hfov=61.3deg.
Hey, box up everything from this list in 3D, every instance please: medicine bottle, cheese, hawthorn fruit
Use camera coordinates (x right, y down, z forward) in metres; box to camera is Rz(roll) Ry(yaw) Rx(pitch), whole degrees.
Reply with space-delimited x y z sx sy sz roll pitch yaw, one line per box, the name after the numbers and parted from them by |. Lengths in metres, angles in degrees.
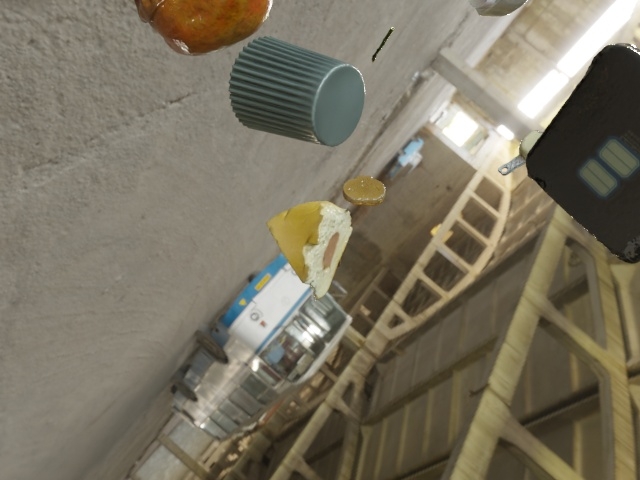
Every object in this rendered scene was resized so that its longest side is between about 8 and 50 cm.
0.479 -0.662 1.464 0.183 0.069 0.119 -19 174 -38 | medicine bottle
0.777 -0.310 1.959 0.249 0.071 0.163 -46 -139 -9 | cheese
-0.412 -0.856 1.820 0.471 0.472 0.472 -49 177 -3 | hawthorn fruit

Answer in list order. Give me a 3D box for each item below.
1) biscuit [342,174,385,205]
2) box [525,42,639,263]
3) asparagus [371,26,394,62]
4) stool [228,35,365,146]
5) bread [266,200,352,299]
0.169 -0.191 2.117 0.170 0.170 0.050 -47 153 -40 | biscuit
0.630 -0.172 1.106 0.091 0.359 0.350 -20 149 -34 | box
0.184 -0.590 1.631 0.163 0.016 0.016 137 -43 -65 | asparagus
-0.064 -0.446 1.661 0.297 0.330 0.297 -34 137 -39 | stool
0.009 0.005 1.479 0.211 0.224 0.183 -34 144 8 | bread
